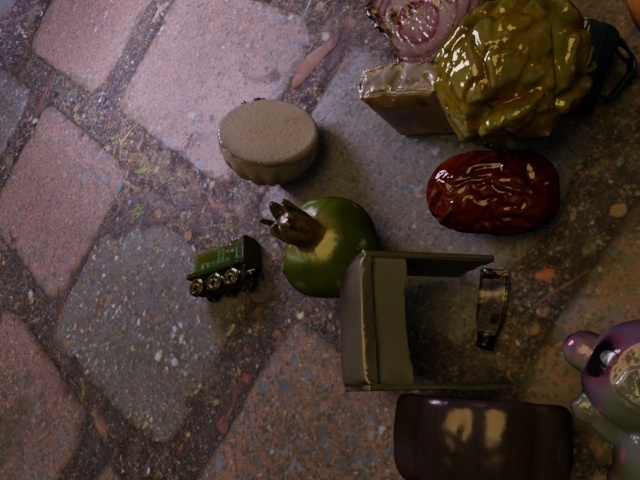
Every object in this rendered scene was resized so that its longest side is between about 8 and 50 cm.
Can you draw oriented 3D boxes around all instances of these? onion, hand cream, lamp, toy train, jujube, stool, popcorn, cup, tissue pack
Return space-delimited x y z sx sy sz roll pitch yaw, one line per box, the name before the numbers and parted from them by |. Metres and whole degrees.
onion | 0.276 -0.505 1.237 0.280 0.146 0.315 -32 55 22
hand cream | 0.342 0.138 1.096 0.062 0.039 0.163 3 73 34
lamp | 0.516 0.271 0.828 0.247 0.247 0.301 -9 78 25
toy train | -0.260 0.080 1.455 0.225 0.090 0.137 -17 62 28
jujube | 0.339 -0.095 1.075 0.250 0.174 0.174 -2 76 33
stool | 0.182 0.159 1.031 0.269 0.170 0.244 3 74 -11
popcorn | 0.332 -0.297 0.972 0.282 0.282 0.247 -26 99 24
cup | 0.516 -0.329 1.067 0.176 0.131 0.155 16 91 9
tissue pack | 0.207 -0.303 1.181 0.186 0.222 0.090 5 82 33

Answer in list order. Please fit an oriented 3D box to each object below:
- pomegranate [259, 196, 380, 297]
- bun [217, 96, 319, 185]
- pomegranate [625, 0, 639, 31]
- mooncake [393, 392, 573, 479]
pomegranate | 0.000 0.000 1.184 0.235 0.302 0.236 -12 63 24
bun | -0.132 -0.227 1.415 0.263 0.175 0.263 1 50 -1
pomegranate | 0.570 -0.382 0.763 0.264 0.264 0.265 -9 73 30
mooncake | 0.277 0.347 0.936 0.305 0.306 0.154 -3 75 31
